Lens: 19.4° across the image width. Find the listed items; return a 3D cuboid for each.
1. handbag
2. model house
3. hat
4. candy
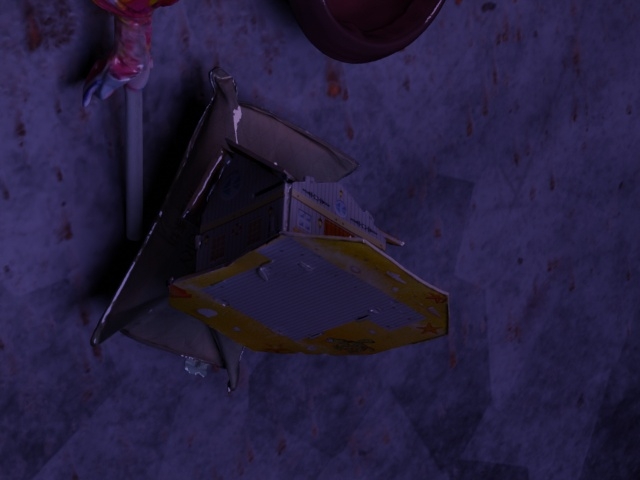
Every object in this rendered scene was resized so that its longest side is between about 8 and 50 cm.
[{"bbox_3d":[-0.082,-0.001,1.684,0.182,0.117,0.270,24,94,-31],"label":"handbag"},{"bbox_3d":[0.000,0.000,1.595,0.219,0.207,0.136,28,51,-39],"label":"model house"},{"bbox_3d":[0.036,-0.258,1.663,0.205,0.089,0.205,-15,116,-33],"label":"hat"},{"bbox_3d":[-0.156,-0.149,1.571,0.124,0.124,0.365,-22,136,-29],"label":"candy"}]
